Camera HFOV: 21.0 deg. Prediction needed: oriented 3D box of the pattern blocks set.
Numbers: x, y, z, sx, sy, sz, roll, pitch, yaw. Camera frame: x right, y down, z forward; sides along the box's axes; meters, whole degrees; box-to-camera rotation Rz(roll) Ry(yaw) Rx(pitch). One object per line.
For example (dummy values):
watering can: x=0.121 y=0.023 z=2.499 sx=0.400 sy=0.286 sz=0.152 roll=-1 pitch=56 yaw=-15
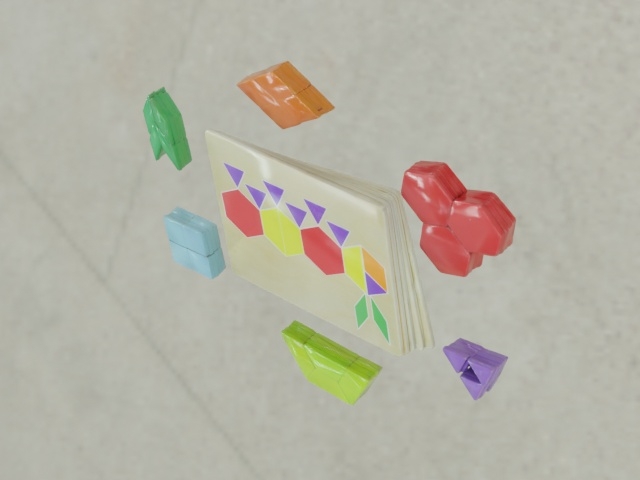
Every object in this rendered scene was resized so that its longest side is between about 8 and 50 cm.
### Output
pattern blocks set: x=0.000 y=0.000 z=1.209 sx=0.325 sy=0.026 sz=0.285 roll=31 pitch=142 yaw=29
